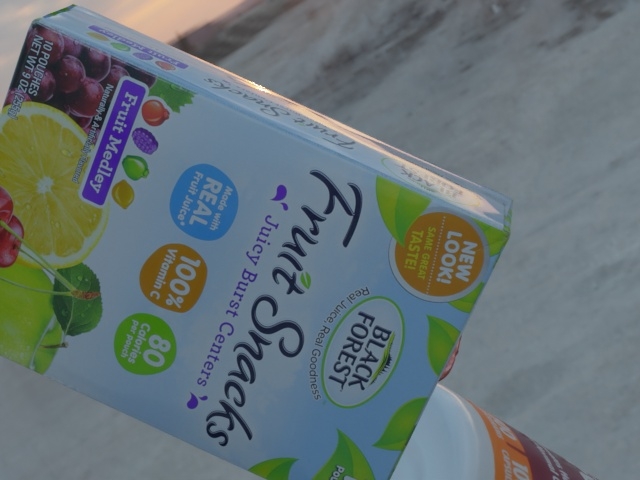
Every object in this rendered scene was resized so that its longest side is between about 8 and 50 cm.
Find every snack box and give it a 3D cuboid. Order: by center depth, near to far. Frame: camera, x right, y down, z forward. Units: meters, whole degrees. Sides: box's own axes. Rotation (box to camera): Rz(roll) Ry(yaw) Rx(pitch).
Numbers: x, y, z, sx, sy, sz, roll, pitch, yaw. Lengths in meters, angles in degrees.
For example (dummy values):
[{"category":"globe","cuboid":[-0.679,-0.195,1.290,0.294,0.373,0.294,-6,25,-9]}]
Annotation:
[{"category":"snack box","cuboid":[-0.029,0.006,0.363,0.037,0.141,0.100,-59,-6,-69]}]

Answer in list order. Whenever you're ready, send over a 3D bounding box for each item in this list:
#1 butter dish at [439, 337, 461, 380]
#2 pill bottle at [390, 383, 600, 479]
[{"category":"butter dish","cuboid":[0.000,0.000,0.686,0.160,0.118,0.160,2,25,12]},{"category":"pill bottle","cuboid":[0.172,0.292,1.047,0.224,0.392,0.224,-36,36,32]}]
